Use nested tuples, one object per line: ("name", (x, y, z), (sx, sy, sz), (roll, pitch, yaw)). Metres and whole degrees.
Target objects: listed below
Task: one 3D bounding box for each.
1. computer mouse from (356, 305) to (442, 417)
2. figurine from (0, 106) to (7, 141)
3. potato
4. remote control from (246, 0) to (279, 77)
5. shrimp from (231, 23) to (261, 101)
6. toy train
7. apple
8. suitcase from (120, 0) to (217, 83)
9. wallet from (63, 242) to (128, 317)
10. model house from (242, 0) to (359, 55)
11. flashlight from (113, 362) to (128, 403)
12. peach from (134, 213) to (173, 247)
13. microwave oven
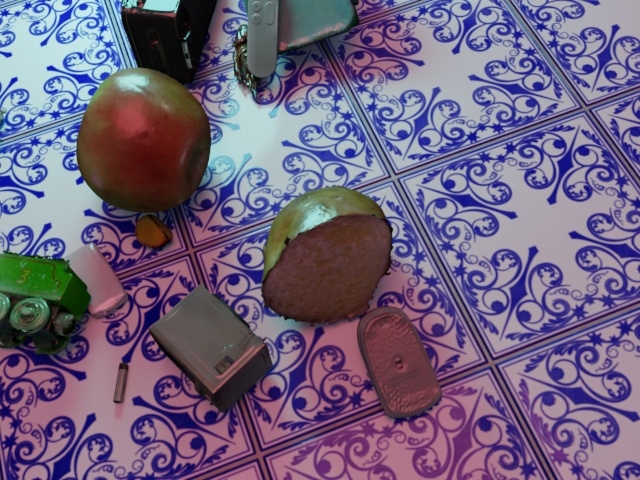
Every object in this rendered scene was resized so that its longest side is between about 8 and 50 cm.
("computer mouse", (0.153, 0.242, 1.603), (0.128, 0.079, 0.231), (-18, 75, -2))
("figurine", (-0.916, -0.277, 1.995), (0.262, 0.121, 0.164), (-10, 65, -20))
("potato", (0.000, 0.000, 1.680), (0.289, 0.301, 0.237), (10, 32, -26))
("remote control", (-0.141, -0.526, 1.969), (0.077, 0.022, 0.245), (4, 101, 8))
("shrimp", (-0.177, -0.450, 2.041), (0.090, 0.079, 0.233), (-7, 68, -12))
("toy train", (-0.614, 0.131, 1.696), (0.243, 0.132, 0.188), (8, 60, 19))
("apple", (-0.388, -0.218, 1.792), (0.277, 0.319, 0.319), (22, 63, -3))
("suitcase", (-0.376, -0.625, 2.044), (0.194, 0.283, 0.434), (5, 61, 5))
("wallet", (-0.505, 0.089, 1.778), (0.095, 0.033, 0.190), (-32, 62, -11))
("model house", (-0.043, -0.616, 2.079), (0.280, 0.249, 0.230), (-16, 98, 9))
("flashlight", (-0.414, 0.295, 1.655), (0.018, 0.018, 0.083), (-2, 59, 6))
("peach", (-0.374, -0.020, 1.817), (0.083, 0.050, 0.077), (3, 83, 18))
("microwave oven", (-0.218, 0.220, 1.618), (0.163, 0.129, 0.205), (-40, 64, -19))
